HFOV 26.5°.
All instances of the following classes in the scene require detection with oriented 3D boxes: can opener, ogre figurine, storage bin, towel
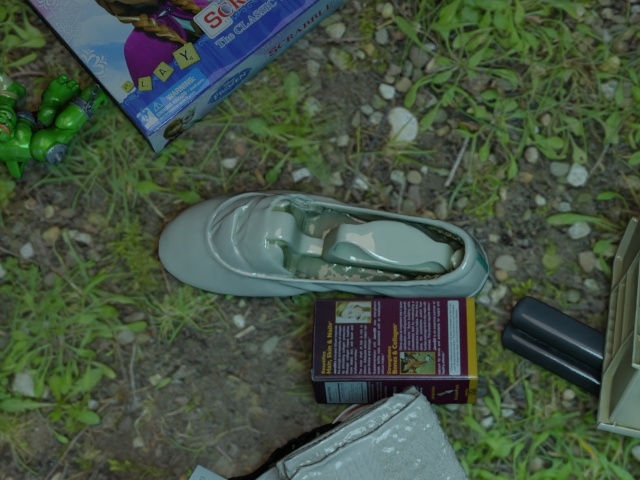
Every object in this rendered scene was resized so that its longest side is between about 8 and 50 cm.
[{"bbox_3d":[0.354,0.141,1.571,0.283,0.076,0.095,28,45,12],"label":"can opener"},{"bbox_3d":[-0.371,-0.148,1.686,0.197,0.097,0.118,13,58,-6],"label":"ogre figurine"},{"bbox_3d":[0.456,0.098,1.491,0.262,0.123,0.260,13,52,2],"label":"storage bin"},{"bbox_3d":[0.089,0.313,1.475,0.187,0.049,0.282,-31,103,-5],"label":"towel"}]

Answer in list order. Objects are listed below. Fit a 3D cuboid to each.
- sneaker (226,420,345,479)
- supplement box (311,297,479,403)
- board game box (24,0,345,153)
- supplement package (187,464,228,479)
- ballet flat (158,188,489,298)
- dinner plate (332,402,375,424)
[{"bbox_3d":[-0.033,0.290,1.529,0.272,0.100,0.108,-33,91,5],"label":"sneaker"},{"bbox_3d":[0.086,0.128,1.567,0.188,0.081,0.104,-1,62,4],"label":"supplement box"},{"bbox_3d":[-0.189,-0.329,1.739,0.319,0.066,0.318,-40,75,-8],"label":"board game box"},{"bbox_3d":[-0.067,0.401,1.355,0.263,0.198,0.199,27,49,7],"label":"supplement package"},{"bbox_3d":[0.000,0.000,1.594,0.400,0.139,0.139,6,74,6],"label":"ballet flat"},{"bbox_3d":[0.071,0.253,1.572,0.141,0.017,0.141,-1,72,4],"label":"dinner plate"}]
